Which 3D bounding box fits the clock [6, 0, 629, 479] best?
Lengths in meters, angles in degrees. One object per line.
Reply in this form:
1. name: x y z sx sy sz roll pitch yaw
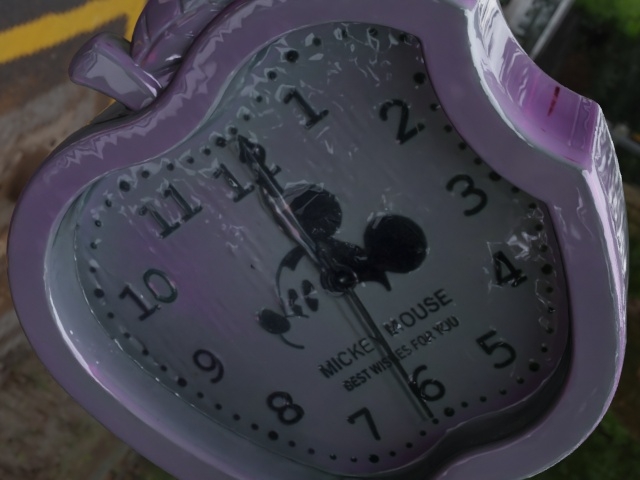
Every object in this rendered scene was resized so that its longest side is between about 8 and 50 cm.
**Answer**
1. clock: 0.000 0.000 0.763 0.338 0.338 0.102 -61 180 30
